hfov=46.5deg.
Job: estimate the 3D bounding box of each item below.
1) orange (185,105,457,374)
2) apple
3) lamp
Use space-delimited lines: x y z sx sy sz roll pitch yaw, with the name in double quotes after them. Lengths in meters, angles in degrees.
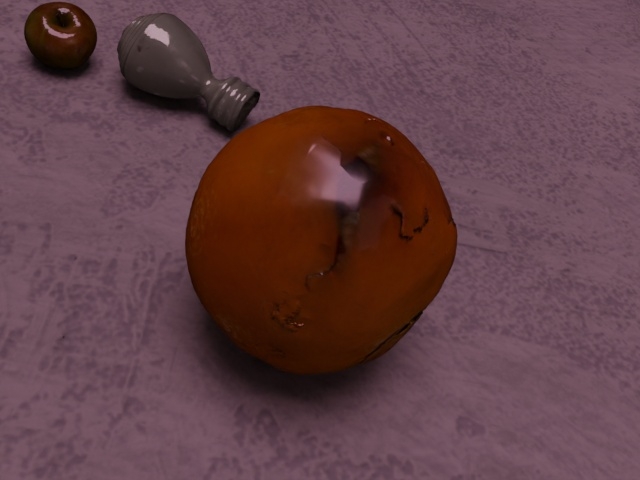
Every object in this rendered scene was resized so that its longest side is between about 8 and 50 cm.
0.000 0.000 0.682 0.246 0.246 0.246 10 44 -10 "orange"
-0.333 -0.261 0.956 0.089 0.074 0.090 10 46 -11 "apple"
-0.173 -0.214 0.952 0.193 0.106 0.106 35 45 4 "lamp"
